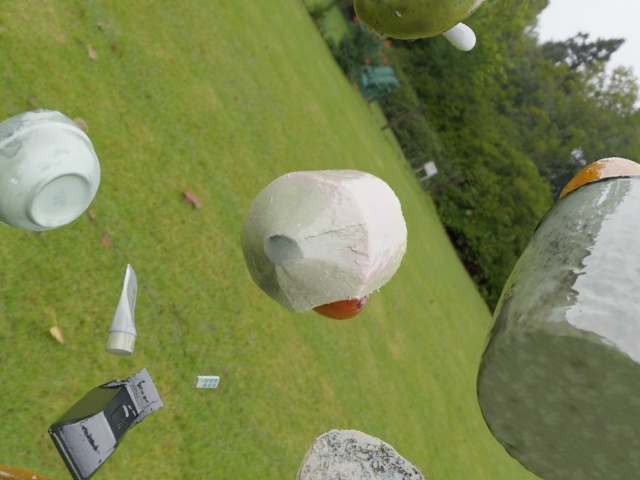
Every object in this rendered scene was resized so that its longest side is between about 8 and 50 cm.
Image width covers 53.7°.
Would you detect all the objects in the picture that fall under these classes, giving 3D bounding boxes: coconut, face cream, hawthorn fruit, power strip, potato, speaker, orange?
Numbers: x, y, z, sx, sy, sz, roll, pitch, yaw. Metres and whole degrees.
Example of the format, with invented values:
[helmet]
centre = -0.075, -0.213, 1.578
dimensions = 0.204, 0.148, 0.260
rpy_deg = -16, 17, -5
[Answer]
[coconut]
centre = 0.000, 0.000, 1.273
dimensions = 0.309, 0.297, 0.298
rpy_deg = -16, 82, -54
[face cream]
centre = -0.506, 0.183, 1.654
dimensions = 0.114, 0.070, 0.224
rpy_deg = 100, -5, -63
[hawthorn fruit]
centre = -0.003, 0.084, 1.660
dimensions = 0.298, 0.211, 0.211
rpy_deg = 19, 28, -11
[power strip]
centre = -0.385, 0.480, 2.143
dimensions = 0.090, 0.040, 0.016
rpy_deg = 11, 17, -39
[potato]
centre = 0.184, -0.452, 1.133
dimensions = 0.141, 0.298, 0.176
rpy_deg = -6, 105, -45
[speaker]
centre = -0.608, 0.518, 1.833
dimensions = 0.180, 0.184, 0.388
rpy_deg = 64, 1, -5
[orange]
centre = 0.500, -0.045, 1.074
dimensions = 0.161, 0.193, 0.193
rpy_deg = 31, -17, 46

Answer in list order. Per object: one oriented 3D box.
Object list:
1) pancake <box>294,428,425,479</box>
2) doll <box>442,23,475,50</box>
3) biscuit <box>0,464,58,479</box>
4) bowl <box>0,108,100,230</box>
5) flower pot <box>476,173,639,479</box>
[pancake]
centre = 0.081, 0.443, 1.049
dimensions = 0.282, 0.049, 0.283
rpy_deg = 20, 46, -22
[doll]
centre = 0.191, -0.558, 1.400
dimensions = 0.311, 0.160, 0.242
rpy_deg = 34, 24, 31
[biscuit]
centre = -0.487, 0.479, 1.160
dimensions = 0.186, 0.295, 0.044
rpy_deg = 88, 18, -82
[bowl]
centre = -0.668, -0.144, 1.535
dimensions = 0.163, 0.307, 0.307
rpy_deg = 39, 2, 23
[flower pot]
centre = 0.349, 0.115, 0.749
dimensions = 0.330, 0.293, 0.294
rpy_deg = -40, 108, -47
